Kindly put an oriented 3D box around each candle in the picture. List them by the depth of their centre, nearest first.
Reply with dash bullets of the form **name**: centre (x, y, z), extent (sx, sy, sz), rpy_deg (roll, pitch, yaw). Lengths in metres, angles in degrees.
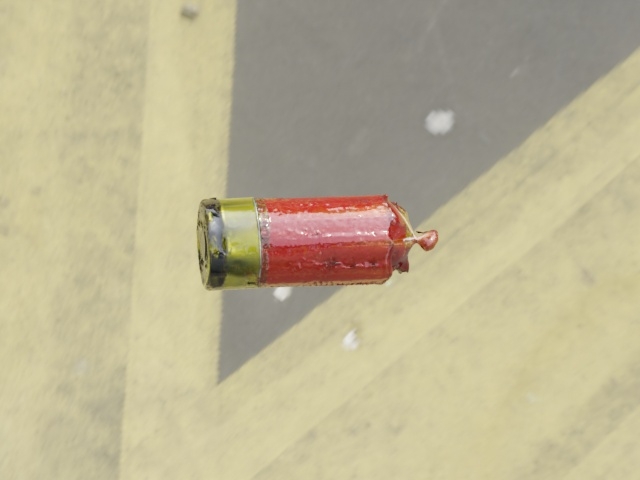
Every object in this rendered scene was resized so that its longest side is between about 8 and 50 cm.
- **candle**: centre (0.000, 0.000, 0.941), extent (0.130, 0.052, 0.052), rpy_deg (-3, 69, -10)
